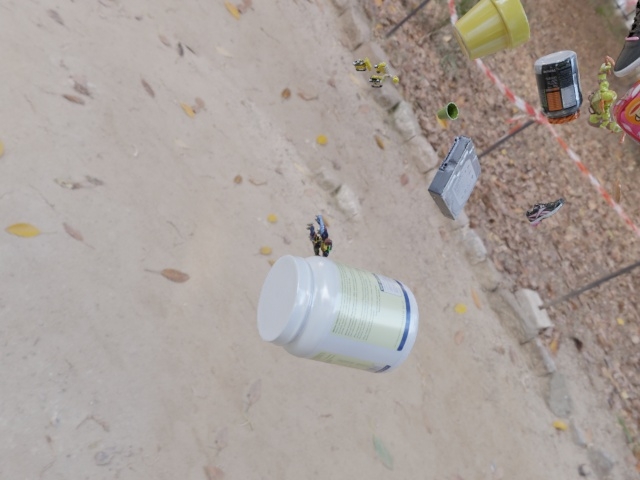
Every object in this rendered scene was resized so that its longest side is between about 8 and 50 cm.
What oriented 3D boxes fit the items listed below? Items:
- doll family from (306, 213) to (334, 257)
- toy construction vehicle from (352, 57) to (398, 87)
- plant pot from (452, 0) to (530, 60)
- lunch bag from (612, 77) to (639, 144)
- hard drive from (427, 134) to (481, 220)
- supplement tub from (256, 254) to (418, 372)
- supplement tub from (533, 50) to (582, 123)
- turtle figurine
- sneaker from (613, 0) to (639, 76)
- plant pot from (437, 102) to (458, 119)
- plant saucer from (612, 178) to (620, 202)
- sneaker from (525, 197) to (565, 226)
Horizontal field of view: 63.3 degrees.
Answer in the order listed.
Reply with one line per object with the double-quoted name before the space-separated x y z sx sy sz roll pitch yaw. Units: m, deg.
"doll family" 0.000 0.000 1.697 0.193 0.076 0.111 74 1 -60
"toy construction vehicle" 0.144 -0.435 1.332 0.086 0.098 0.035 47 64 -47
"plant pot" 0.682 -0.868 2.119 0.254 0.239 0.254 56 16 -25
"lunch bag" 0.873 -0.324 1.201 0.258 0.293 0.120 38 28 6
"hard drive" 0.518 -0.228 1.973 0.064 0.237 0.339 27 -3 27
"supplement tub" 0.039 0.171 1.219 0.325 0.235 0.235 18 49 -26
"supplement tub" 0.707 -0.451 1.540 0.190 0.117 0.117 68 30 -25
"turtle figurine" 0.876 -0.412 1.610 0.217 0.087 0.269 3 76 -71
"sneaker" 0.779 -0.555 1.254 0.147 0.295 0.104 27 20 -12
"plant pot" 0.615 -0.622 2.533 0.083 0.079 0.083 2 86 -32
"plant saucer" 1.012 -0.169 1.778 0.083 0.013 0.083 1 90 -70
"sneaker" 0.945 -0.131 2.206 0.077 0.178 0.072 52 43 6
